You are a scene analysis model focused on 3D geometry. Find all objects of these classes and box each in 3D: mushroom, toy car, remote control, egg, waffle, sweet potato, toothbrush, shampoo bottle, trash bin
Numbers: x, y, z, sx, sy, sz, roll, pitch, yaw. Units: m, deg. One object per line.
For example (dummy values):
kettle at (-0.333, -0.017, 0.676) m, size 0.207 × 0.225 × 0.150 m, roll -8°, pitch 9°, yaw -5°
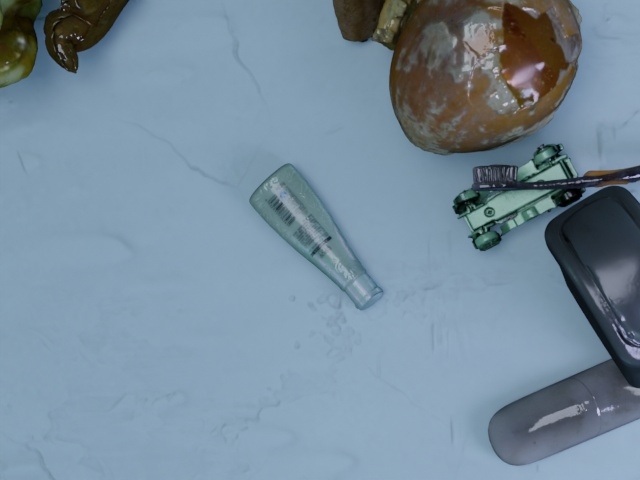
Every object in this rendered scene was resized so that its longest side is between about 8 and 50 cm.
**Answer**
mushroom at (0.047, -0.339, 1.750) m, size 0.072 × 0.094 × 0.210 m, roll -2°, pitch 83°, yaw 20°
toy car at (0.222, -0.048, 1.703) m, size 0.143 × 0.054 × 0.073 m, roll -30°, pitch 82°, yaw 15°
remote control at (0.291, 0.182, 1.677) m, size 0.229 × 0.044 × 0.073 m, roll -25°, pitch 78°, yaw 14°
egg at (0.176, -0.194, 1.653) m, size 0.233 × 0.195 × 0.195 m, roll -41°, pitch 77°, yaw 8°
waffle at (0.100, -0.311, 1.715) m, size 0.032 × 0.125 × 0.191 m, roll 14°, pitch 95°, yaw 15°
sweet potato at (-0.272, -0.352, 1.842) m, size 0.124 × 0.098 × 0.310 m, roll -3°, pitch 81°, yaw 17°
toothbrush at (0.325, -0.072, 1.650) m, size 0.321 × 0.023 × 0.031 m, roll -2°, pitch 86°, yaw 2°
shampoo bottle at (0.000, 0.000, 1.773) m, size 0.069 × 0.041 × 0.190 m, roll -42°, pitch 77°, yaw 5°
trash bin at (0.314, 0.051, 1.562) m, size 0.101 × 0.236 × 0.176 m, roll -33°, pitch 70°, yaw 3°

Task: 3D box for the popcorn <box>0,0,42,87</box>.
popcorn at (-0.455, -0.302, 1.818) m, size 0.276 × 0.225 × 0.276 m, roll 21°, pitch 128°, yaw 30°
